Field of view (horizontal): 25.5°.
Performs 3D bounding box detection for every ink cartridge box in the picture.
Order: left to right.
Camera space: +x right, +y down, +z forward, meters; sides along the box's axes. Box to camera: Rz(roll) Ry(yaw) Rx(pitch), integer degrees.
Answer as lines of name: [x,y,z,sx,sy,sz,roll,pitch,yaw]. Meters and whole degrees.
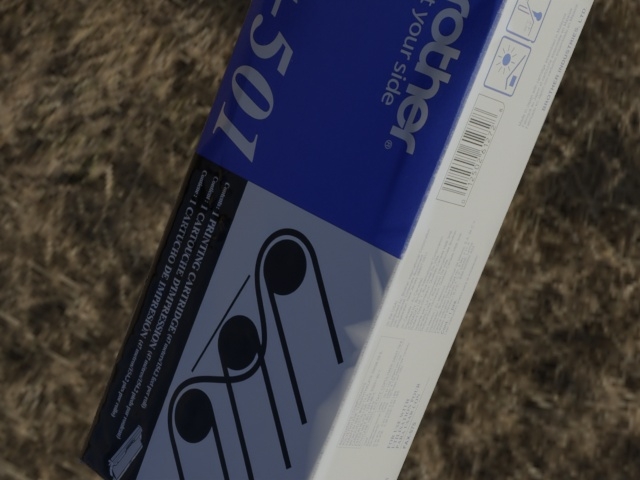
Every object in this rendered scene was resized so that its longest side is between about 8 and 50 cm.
ink cartridge box: [0.000,0.000,0.449,0.097,0.046,0.207,28,100,39]
